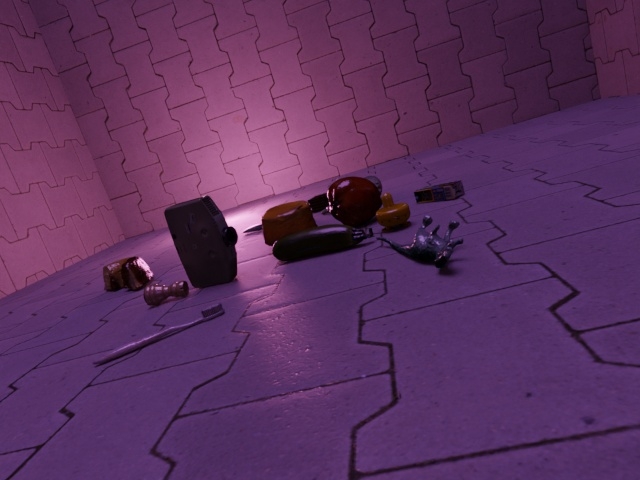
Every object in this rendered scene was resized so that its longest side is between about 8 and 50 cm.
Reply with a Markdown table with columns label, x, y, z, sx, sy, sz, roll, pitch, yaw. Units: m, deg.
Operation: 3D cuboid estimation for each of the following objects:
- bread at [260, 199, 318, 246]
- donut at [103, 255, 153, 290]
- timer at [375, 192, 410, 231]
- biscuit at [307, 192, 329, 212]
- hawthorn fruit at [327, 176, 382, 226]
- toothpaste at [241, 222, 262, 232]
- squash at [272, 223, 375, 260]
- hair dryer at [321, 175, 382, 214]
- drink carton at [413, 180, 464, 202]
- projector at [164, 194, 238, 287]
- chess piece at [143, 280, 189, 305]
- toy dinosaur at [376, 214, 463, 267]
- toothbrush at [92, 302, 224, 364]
| label | x | y | z | sx | sy | sz | roll | pitch | yaw |
| --- | --- | --- | --- | --- | --- | --- | --- | --- | --- |
| bread | -0.111 | -0.056 | 1.605 | 0.195 | 0.143 | 0.270 | -13 | 15 | 7 |
| donut | -0.752 | 0.123 | 1.781 | 0.295 | 0.112 | 0.151 | -4 | 20 | 42 |
| timer | 0.221 | -0.091 | 1.377 | 0.107 | 0.109 | 0.107 | -17 | 13 | 4 |
| biscuit | 0.061 | -0.199 | 2.168 | 0.252 | 0.070 | 0.106 | -13 | 12 | 23 |
| hawthorn fruit | 0.133 | -0.146 | 1.592 | 0.202 | 0.185 | 0.185 | -17 | 12 | -16 |
| toothpaste | -0.275 | -0.072 | 2.152 | 0.233 | 0.038 | 0.060 | -16 | 10 | 18 |
| squash | -0.001 | 0.000 | 1.353 | 0.331 | 0.087 | 0.087 | -11 | 14 | 22 |
| hair dryer | 0.136 | -0.155 | 1.880 | 0.298 | 0.119 | 0.296 | -32 | 14 | 8 |
| drink carton | 0.420 | -0.174 | 1.595 | 0.071 | 0.056 | 0.165 | -23 | 13 | -37 |
| projector | -0.349 | 0.002 | 1.378 | 0.193 | 0.270 | 0.088 | -12 | 13 | 22 |
| chess piece | -0.467 | 0.157 | 1.363 | 0.122 | 0.066 | 0.066 | -10 | 13 | 5 |
| toy dinosaur | 0.249 | -0.011 | 1.057 | 0.129 | 0.076 | 0.383 | -43 | 8 | -3 |
| toothbrush | -0.372 | 0.215 | 1.041 | 0.307 | 0.030 | 0.025 | -22 | 20 | -17 |
